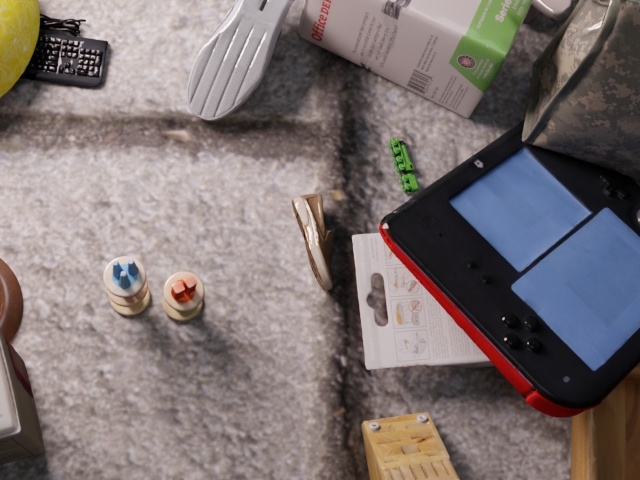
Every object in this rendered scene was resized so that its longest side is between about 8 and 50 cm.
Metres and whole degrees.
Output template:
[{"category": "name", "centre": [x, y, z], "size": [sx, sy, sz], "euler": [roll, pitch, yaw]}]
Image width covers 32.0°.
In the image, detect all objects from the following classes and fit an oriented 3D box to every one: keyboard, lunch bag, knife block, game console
[{"category": "keyboard", "centre": [-0.390, -0.270, 1.526], "size": [0.192, 0.038, 0.100], "euler": [6, 72, -6]}, {"category": "lunch bag", "centre": [0.424, -0.220, 1.441], "size": [0.235, 0.287, 0.169], "euler": [18, 61, -6]}, {"category": "knife block", "centre": [0.122, 0.382, 1.374], "size": [0.088, 0.242, 0.275], "euler": [-6, 29, -10]}, {"category": "game console", "centre": [0.306, 0.015, 1.449], "size": [0.386, 0.060, 0.342], "euler": [-34, 78, -36]}]

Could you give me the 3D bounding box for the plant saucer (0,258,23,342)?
[{"category": "plant saucer", "centre": [-0.464, 0.082, 1.412], "size": [0.169, 0.029, 0.168], "euler": [2, 74, -6]}]

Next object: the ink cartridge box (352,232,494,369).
[{"category": "ink cartridge box", "centre": [0.166, 0.076, 1.484], "size": [0.232, 0.066, 0.189], "euler": [-6, 74, 0]}]

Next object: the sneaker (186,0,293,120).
[{"category": "sneaker", "centre": [-0.098, -0.278, 1.541], "size": [0.094, 0.091, 0.258], "euler": [32, 93, -2]}]

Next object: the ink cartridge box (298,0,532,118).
[{"category": "ink cartridge box", "centre": [0.122, -0.304, 1.514], "size": [0.273, 0.198, 0.114], "euler": [26, 71, 1]}]

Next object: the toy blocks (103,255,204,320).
[{"category": "toy blocks", "centre": [-0.205, 0.056, 1.389], "size": [0.123, 0.148, 0.054], "euler": [6, 73, -5]}]

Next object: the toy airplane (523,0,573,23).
[{"category": "toy airplane", "centre": [0.412, -0.459, 1.593], "size": [0.384, 0.272, 0.386], "euler": [-5, 80, 31]}]

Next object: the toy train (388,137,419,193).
[{"category": "toy train", "centre": [0.116, -0.104, 1.548], "size": [0.024, 0.017, 0.083], "euler": [-10, 74, -20]}]

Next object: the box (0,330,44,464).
[{"category": "box", "centre": [-0.412, 0.191, 1.276], "size": [0.149, 0.232, 0.126], "euler": [-14, 76, -11]}]

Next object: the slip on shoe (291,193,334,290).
[{"category": "slip on shoe", "centre": [0.000, 0.000, 1.485], "size": [0.041, 0.051, 0.135], "euler": [-15, 68, -9]}]

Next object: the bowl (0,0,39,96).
[{"category": "bowl", "centre": [-0.525, -0.307, 1.439], "size": [0.290, 0.156, 0.289], "euler": [-1, 73, 2]}]

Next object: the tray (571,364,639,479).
[{"category": "tray", "centre": [0.422, 0.367, 1.410], "size": [0.203, 0.076, 0.410], "euler": [7, 73, -5]}]
